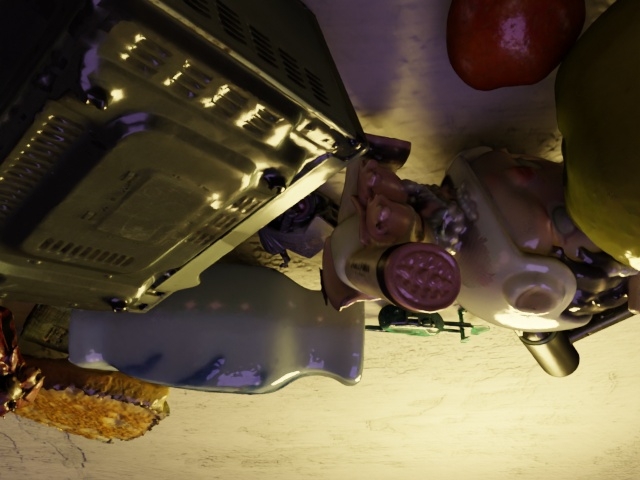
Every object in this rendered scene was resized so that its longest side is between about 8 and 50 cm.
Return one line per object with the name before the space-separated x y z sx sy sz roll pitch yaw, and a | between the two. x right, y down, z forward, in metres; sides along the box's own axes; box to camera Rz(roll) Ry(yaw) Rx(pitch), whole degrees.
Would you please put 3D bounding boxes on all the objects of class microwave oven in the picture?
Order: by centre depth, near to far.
microwave oven | -0.182 -0.091 0.448 0.355 0.218 0.286 -33 149 27

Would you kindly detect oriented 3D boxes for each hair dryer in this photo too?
hair dryer | 0.489 0.139 0.884 0.249 0.077 0.195 -33 128 16

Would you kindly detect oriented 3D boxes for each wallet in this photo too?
wallet | -0.380 0.193 0.914 0.317 0.044 0.169 28 130 -27

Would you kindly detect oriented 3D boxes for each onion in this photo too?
onion | -0.607 0.173 0.772 0.281 0.221 0.280 3 110 9

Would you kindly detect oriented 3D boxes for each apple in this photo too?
apple | 0.326 -0.088 0.377 0.254 0.291 0.291 -7 138 24

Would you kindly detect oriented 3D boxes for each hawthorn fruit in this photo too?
hawthorn fruit | 0.180 -0.206 0.451 0.125 0.125 0.140 -1 168 -1

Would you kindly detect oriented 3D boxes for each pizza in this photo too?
pizza | -0.485 0.324 0.997 0.392 0.080 0.435 -16 138 29

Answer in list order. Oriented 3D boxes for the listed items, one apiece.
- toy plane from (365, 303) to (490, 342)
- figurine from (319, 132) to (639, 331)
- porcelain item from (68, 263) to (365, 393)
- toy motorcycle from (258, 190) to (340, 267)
toy plane | 0.197 0.153 0.884 0.235 0.060 0.096 4 144 -2
figurine | 0.191 -0.011 0.591 0.362 0.252 0.211 1 153 -11
porcelain item | -0.141 0.139 0.731 0.406 0.178 0.242 1 162 0
toy motorcycle | 0.000 0.000 0.702 0.215 0.080 0.122 30 126 -30
